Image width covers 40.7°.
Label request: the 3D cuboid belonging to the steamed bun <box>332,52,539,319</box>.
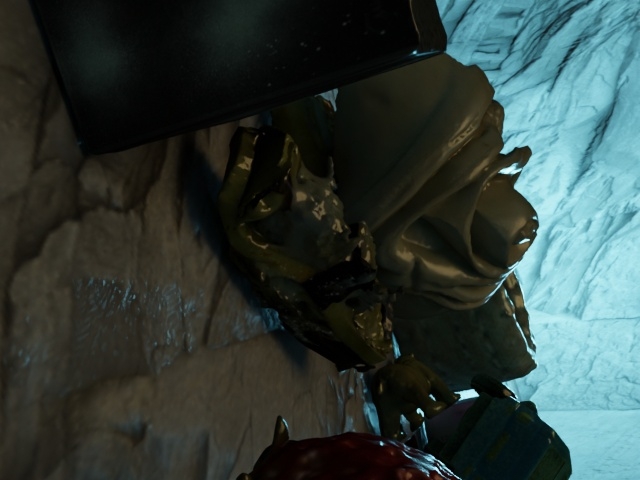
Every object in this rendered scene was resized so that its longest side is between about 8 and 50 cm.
[{"bbox_3d":[0.147,-0.068,1.016,0.310,0.220,0.324,34,62,-70],"label":"steamed bun"}]

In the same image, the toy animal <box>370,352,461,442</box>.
[{"bbox_3d":[0.119,0.201,1.163,0.101,0.103,0.219,53,15,14],"label":"toy animal"}]

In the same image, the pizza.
[{"bbox_3d":[0.021,-0.092,1.101,0.297,0.071,0.189,28,47,-70],"label":"pizza"}]

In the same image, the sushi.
[{"bbox_3d":[-0.007,0.002,0.814,0.291,0.131,0.139,50,30,-41],"label":"sushi"}]

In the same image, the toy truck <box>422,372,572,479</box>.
[{"bbox_3d":[0.235,0.294,1.132,0.156,0.155,0.279,32,-13,28],"label":"toy truck"}]

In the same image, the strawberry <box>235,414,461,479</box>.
[{"bbox_3d":[0.022,0.238,0.407,0.277,0.257,0.257,31,-19,41],"label":"strawberry"}]

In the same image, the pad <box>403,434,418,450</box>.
[{"bbox_3d":[0.102,0.344,1.045,0.267,0.004,0.181,3,81,-73],"label":"pad"}]

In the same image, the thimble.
[{"bbox_3d":[0.222,0.099,1.397,0.291,0.195,0.291,56,22,-37],"label":"thimble"}]

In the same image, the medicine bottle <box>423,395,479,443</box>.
[{"bbox_3d":[0.258,0.371,1.332,0.152,0.152,0.254,19,56,-72],"label":"medicine bottle"}]

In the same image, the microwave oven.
[{"bbox_3d":[-0.079,-0.317,0.663,0.374,0.236,0.432,-48,122,-73],"label":"microwave oven"}]
